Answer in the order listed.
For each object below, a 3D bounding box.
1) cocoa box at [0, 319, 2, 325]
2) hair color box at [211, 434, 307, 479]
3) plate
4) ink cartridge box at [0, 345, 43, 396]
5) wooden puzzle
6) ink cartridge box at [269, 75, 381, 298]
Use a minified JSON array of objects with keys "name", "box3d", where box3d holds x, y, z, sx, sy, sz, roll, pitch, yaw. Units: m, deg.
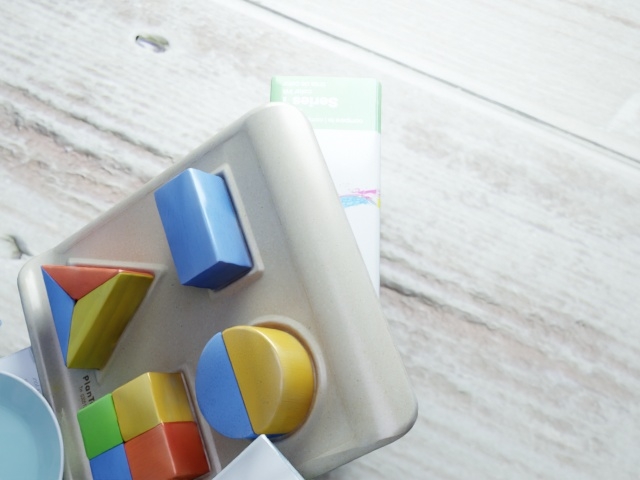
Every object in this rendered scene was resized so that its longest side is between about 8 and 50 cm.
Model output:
[{"name":"cocoa box","box3d":[-0.529,0.118,0.888,0.228,0.231,0.347,25,67,25]},{"name":"hair color box","box3d":[-0.112,0.334,0.642,0.374,0.113,0.185,-41,62,-9]},{"name":"plate","box3d":[-0.323,0.214,0.889,0.188,0.024,0.188,-3,72,11]},{"name":"ink cartridge box","box3d":[-0.245,0.180,0.968,0.218,0.092,0.158,-22,69,-11]},{"name":"wooden puzzle","box3d":[-0.124,0.082,0.842,0.348,0.080,0.322,-29,67,21]},{"name":"ink cartridge box","box3d":[0.000,0.000,0.990,0.117,0.201,0.278,2,68,0]}]
